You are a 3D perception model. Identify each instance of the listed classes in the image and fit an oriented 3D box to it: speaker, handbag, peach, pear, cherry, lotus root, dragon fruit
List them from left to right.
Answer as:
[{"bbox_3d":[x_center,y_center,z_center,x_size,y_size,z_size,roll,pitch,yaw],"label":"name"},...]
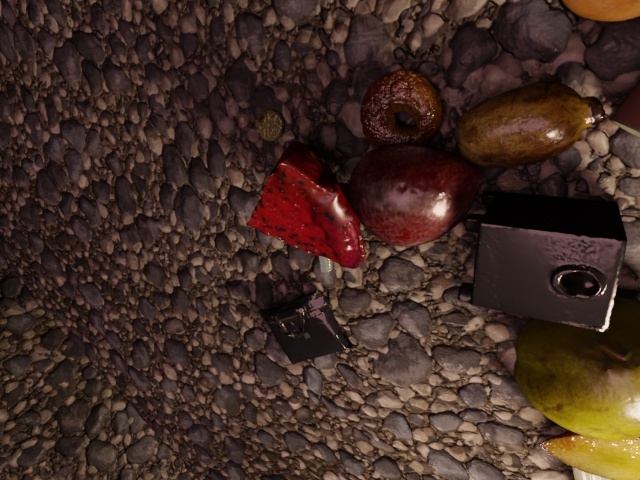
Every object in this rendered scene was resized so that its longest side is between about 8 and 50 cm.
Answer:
[{"bbox_3d":[-0.045,0.258,1.328,0.255,0.088,0.210,-25,103,35],"label":"handbag"},{"bbox_3d":[-0.025,-0.056,1.075,0.240,0.302,0.330,-37,106,16],"label":"dragon fruit"},{"bbox_3d":[0.189,-0.096,0.939,0.301,0.202,0.230,-9,132,41],"label":"cherry"},{"bbox_3d":[0.381,-0.211,0.838,0.261,0.128,0.145,-6,122,35],"label":"lotus root"},{"bbox_3d":[0.414,0.026,0.860,0.254,0.232,0.183,9,114,26],"label":"speaker"},{"bbox_3d":[0.540,0.240,0.866,0.322,0.269,0.268,-4,110,42],"label":"pear"},{"bbox_3d":[0.606,0.428,0.936,0.280,0.068,0.188,7,128,17],"label":"peach"}]

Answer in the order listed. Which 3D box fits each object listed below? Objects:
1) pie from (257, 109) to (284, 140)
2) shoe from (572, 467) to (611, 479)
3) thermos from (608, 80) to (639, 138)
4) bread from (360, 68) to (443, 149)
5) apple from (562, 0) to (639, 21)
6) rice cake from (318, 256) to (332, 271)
[{"bbox_3d":[-0.128,-0.298,1.166,0.085,0.017,0.085,12,116,26],"label":"pie"},{"bbox_3d":[0.689,0.571,1.021,0.160,0.124,0.316,-18,107,36],"label":"shoe"},{"bbox_3d":[0.583,-0.274,0.684,0.177,0.146,0.264,29,115,7],"label":"thermos"},{"bbox_3d":[0.170,-0.270,0.976,0.194,0.064,0.193,11,118,22],"label":"bread"},{"bbox_3d":[0.440,-0.446,0.632,0.254,0.253,0.253,13,117,26],"label":"apple"},{"bbox_3d":[0.000,0.000,1.217,0.042,0.030,0.179,-2,111,25],"label":"rice cake"}]
